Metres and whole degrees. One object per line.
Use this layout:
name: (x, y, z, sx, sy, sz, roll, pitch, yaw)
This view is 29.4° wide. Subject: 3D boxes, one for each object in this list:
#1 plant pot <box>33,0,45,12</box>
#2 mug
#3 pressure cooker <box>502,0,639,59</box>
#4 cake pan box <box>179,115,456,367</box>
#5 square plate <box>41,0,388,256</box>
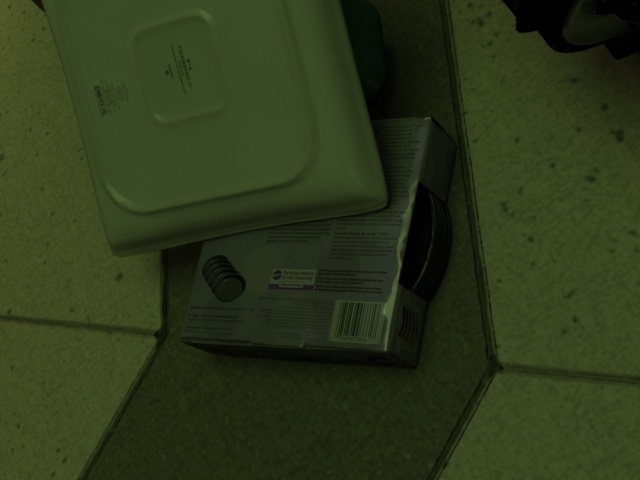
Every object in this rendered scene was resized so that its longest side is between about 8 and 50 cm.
plant pot: (-0.213, -0.351, 1.435, 0.265, 0.272, 0.272, 11, 75, 44)
mug: (0.005, -0.181, 1.295, 0.129, 0.158, 0.097, -7, 69, 5)
pressure cooker: (0.258, -0.355, 1.014, 0.375, 0.370, 0.420, -38, 76, 23)
cake pan box: (0.000, 0.000, 1.241, 0.267, 0.070, 0.245, -1, 70, 33)
square plate: (-0.128, -0.168, 1.214, 0.344, 0.049, 0.347, -10, 98, 29)
